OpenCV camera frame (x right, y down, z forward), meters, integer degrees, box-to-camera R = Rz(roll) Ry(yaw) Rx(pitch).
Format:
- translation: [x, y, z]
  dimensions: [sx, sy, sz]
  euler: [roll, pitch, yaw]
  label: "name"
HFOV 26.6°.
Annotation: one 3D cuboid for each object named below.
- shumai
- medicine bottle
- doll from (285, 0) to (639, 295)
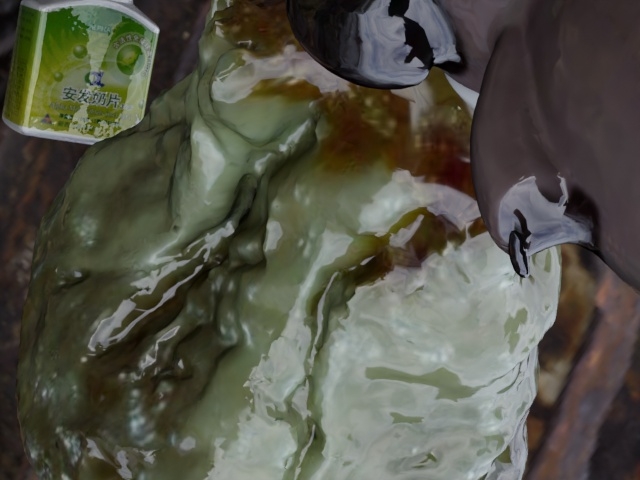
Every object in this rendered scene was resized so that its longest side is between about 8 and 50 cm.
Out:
- translation: [0.000, 0.000, 0.789]
  dimensions: [0.324, 0.397, 0.323]
  euler: [4, 142, -16]
  label: "shumai"
- translation: [-0.235, -0.195, 1.348]
  dimensions: [0.132, 0.088, 0.188]
  euler: [6, 101, -27]
  label: "medicine bottle"
- translation: [0.109, -0.061, 0.371]
  dimensions: [0.182, 0.257, 0.117]
  euler: [-35, 136, -9]
  label: "doll"
